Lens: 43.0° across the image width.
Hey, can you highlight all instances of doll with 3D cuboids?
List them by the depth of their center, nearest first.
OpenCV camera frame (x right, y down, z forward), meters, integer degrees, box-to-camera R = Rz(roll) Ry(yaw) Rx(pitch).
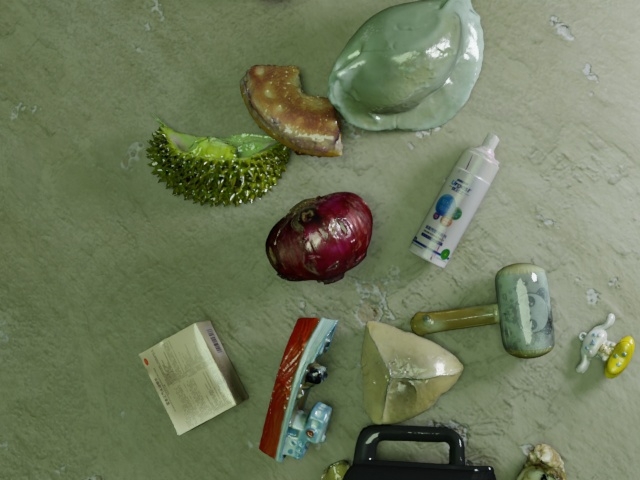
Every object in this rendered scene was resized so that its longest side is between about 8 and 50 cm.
[{"bbox_3d":[0.599,0.220,1.702,0.113,0.071,0.135,5,84,31],"label":"doll"}]

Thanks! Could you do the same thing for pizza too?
[{"bbox_3d":[-0.060,-0.288,1.830,0.305,0.085,0.161,41,75,17],"label":"pizza"}]

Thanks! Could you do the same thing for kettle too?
[{"bbox_3d":[0.201,0.538,1.690,0.308,0.203,0.262,0,98,24],"label":"kettle"}]

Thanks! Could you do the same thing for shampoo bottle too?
[{"bbox_3d":[0.301,-0.091,1.750,0.092,0.092,0.303,30,96,11],"label":"shampoo bottle"}]

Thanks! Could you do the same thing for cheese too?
[{"bbox_3d":[0.032,0.535,1.827,0.084,0.041,0.060,-19,93,-4],"label":"cheese"}]

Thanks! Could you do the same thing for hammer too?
[{"bbox_3d":[0.339,0.160,1.743,0.305,0.113,0.202,-8,84,21],"label":"hammer"}]

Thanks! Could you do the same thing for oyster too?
[{"bbox_3d":[0.439,0.584,1.724,0.166,0.094,0.294,46,109,28],"label":"oyster"}]

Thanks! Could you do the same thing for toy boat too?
[{"bbox_3d":[-0.026,0.324,1.788,0.133,0.145,0.332,16,99,12],"label":"toy boat"}]

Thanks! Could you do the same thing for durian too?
[{"bbox_3d":[-0.248,-0.179,1.883,0.355,0.157,0.169,9,55,11],"label":"durian"}]

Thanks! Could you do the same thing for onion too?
[{"bbox_3d":[0.000,0.000,1.746,0.246,0.246,0.190,-23,94,11],"label":"onion"}]

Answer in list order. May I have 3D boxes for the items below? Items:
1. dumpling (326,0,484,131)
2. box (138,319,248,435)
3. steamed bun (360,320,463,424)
[{"bbox_3d":[0.180,-0.372,1.723,0.320,0.212,0.270,-13,89,23],"label":"dumpling"},{"bbox_3d":[-0.293,0.315,1.874,0.168,0.095,0.212,-29,83,9],"label":"box"},{"bbox_3d":[0.174,0.309,1.765,0.231,0.110,0.212,20,96,13],"label":"steamed bun"}]
